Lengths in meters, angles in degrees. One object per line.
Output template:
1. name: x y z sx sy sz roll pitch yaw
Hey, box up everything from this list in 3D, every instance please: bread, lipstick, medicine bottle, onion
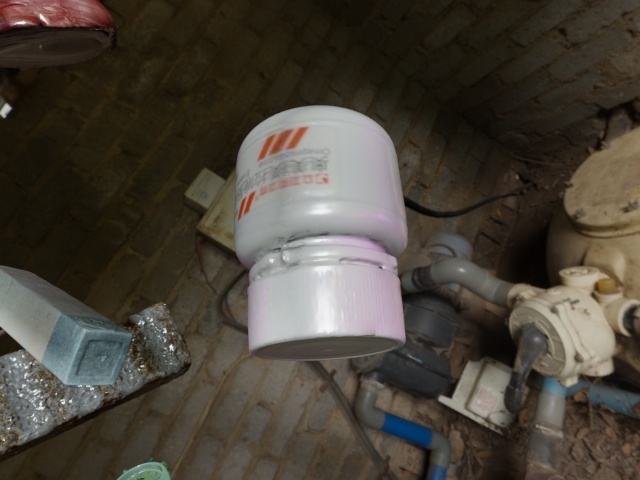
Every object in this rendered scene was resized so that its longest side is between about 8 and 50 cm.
1. bread: -0.456 0.258 0.783 0.417 0.165 0.113 -17 -26 -48
2. lipstick: -0.381 0.105 0.578 0.317 0.066 0.068 15 83 35
3. medicine bottle: 0.000 0.000 0.617 0.256 0.256 0.324 -37 49 54
4. onion: -0.502 -0.363 0.698 0.227 0.120 0.283 -1 23 45

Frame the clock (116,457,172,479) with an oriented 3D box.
1. clock: -0.479 0.664 1.117 0.211 0.159 0.066 12 115 65

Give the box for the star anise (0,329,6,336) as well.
1. star anise: -0.651 0.215 0.822 0.218 0.227 0.148 -133 37 -57
